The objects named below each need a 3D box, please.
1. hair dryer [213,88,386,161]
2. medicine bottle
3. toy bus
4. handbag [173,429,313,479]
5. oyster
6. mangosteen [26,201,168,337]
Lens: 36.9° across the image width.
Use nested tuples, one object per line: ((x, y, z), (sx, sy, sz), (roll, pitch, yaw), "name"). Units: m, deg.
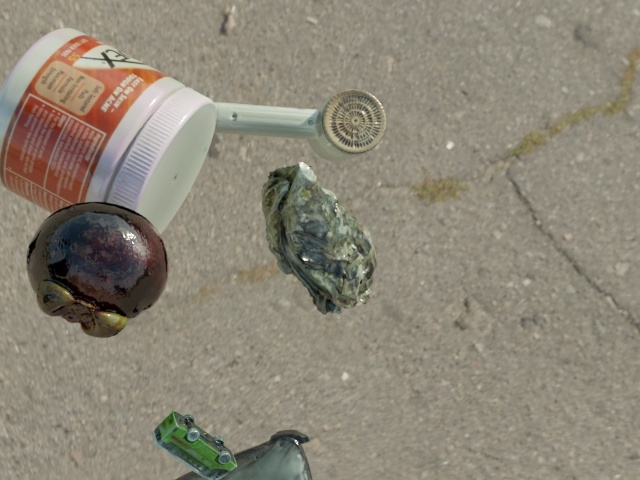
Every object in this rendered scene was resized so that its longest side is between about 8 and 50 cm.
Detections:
((-0.084, -0.197, 1.581), (0.357, 0.173, 0.107), (4, 88, -11), "hair dryer")
((-0.310, -0.141, 1.363), (0.241, 0.252, 0.252), (28, 65, 4), "medicine bottle")
((-0.118, 0.196, 0.912), (0.037, 0.031, 0.083), (-44, 121, 4), "toy bus")
((-0.143, 0.452, 1.566), (0.332, 0.075, 0.191), (-24, 84, -6), "handbag")
((-0.003, -0.005, 1.498), (0.158, 0.351, 0.162), (-35, 52, -7), "oyster")
((-0.237, 0.034, 1.018), (0.152, 0.152, 0.152), (5, 68, -13), "mangosteen")
